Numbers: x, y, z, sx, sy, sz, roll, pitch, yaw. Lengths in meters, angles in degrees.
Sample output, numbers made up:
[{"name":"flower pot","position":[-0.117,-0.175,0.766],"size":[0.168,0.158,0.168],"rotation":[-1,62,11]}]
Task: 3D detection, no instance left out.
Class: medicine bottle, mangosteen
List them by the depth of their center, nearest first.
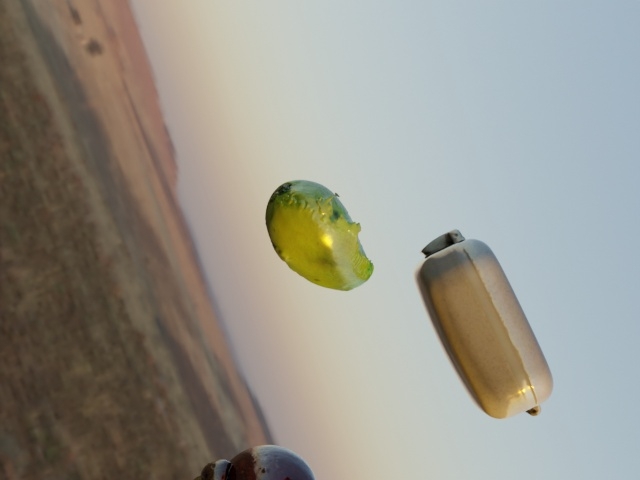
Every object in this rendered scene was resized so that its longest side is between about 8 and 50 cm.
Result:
[{"name":"medicine bottle","position":[0.228,0.124,1.765],"size":[0.375,0.123,0.282],"rotation":[23,43,-86]},{"name":"mangosteen","position":[-0.125,0.449,2.049],"size":[0.215,0.257,0.215],"rotation":[-174,-90,-88]}]

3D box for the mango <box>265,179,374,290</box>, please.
[{"name":"mango","position":[-0.001,0.000,1.458],"size":[0.178,0.100,0.119],"rotation":[51,-1,-43]}]
